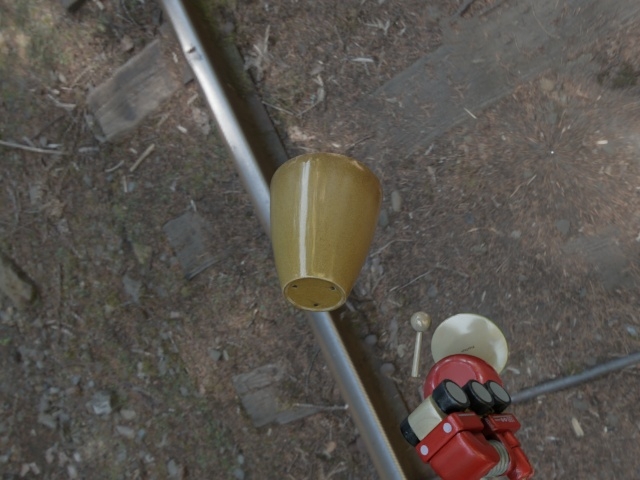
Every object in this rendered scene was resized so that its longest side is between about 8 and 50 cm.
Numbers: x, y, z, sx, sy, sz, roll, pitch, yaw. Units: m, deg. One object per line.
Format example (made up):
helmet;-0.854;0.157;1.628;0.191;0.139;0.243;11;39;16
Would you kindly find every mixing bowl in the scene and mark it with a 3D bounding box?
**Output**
mixing bowl;0.308;0.323;1.254;0.181;0.098;0.181;-11;57;17

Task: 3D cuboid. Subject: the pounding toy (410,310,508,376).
pounding toy;0.353;0.258;1.433;0.237;0.110;0.183;1;98;20

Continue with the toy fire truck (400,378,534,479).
toy fire truck;0.267;0.375;0.930;0.158;0.217;0.246;-53;48;22

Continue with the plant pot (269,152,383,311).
plant pot;0.000;0.000;1.103;0.237;0.254;0.237;4;141;4
